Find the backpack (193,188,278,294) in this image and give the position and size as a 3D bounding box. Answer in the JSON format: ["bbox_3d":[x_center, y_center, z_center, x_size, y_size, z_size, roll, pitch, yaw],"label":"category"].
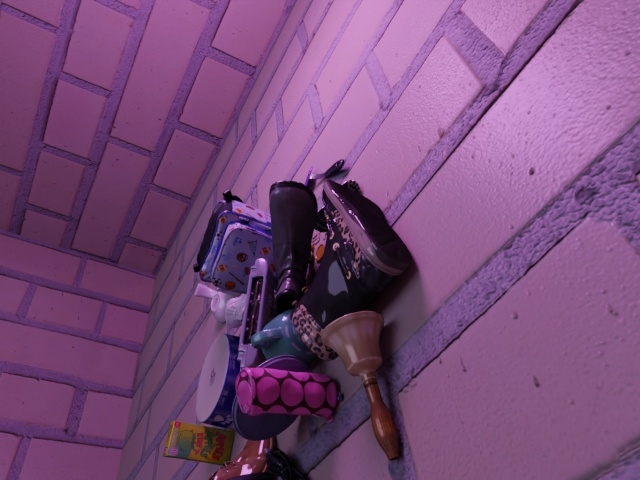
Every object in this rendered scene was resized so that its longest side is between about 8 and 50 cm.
[{"bbox_3d":[-0.198,0.032,1.466,0.277,0.263,0.213,-65,29,21],"label":"backpack"}]

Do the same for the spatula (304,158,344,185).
[{"bbox_3d":[0.001,-0.194,1.498,0.296,0.030,0.084,-12,58,63],"label":"spatula"}]

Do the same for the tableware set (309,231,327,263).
[{"bbox_3d":[0.000,0.000,1.356,0.154,0.024,0.104,-38,39,50],"label":"tableware set"}]

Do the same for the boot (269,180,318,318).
[{"bbox_3d":[-0.067,0.040,1.208,0.338,0.118,0.223,84,-173,-52],"label":"boot"}]

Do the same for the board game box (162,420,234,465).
[{"bbox_3d":[-0.341,0.573,1.437,0.043,0.181,0.092,-37,40,51],"label":"board game box"}]

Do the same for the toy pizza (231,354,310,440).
[{"bbox_3d":[-0.106,0.337,1.101,0.032,0.201,0.202,25,94,47],"label":"toy pizza"}]

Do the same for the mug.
[{"bbox_3d":[-0.065,0.228,1.159,0.097,0.130,0.157,-39,-2,36],"label":"mug"}]

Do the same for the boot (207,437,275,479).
[{"bbox_3d":[-0.188,0.533,1.174,0.112,0.115,0.305,-52,11,33],"label":"boot"}]

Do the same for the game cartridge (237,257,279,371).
[{"bbox_3d":[-0.136,0.220,1.290,0.062,0.198,0.298,-10,52,17],"label":"game cartridge"}]

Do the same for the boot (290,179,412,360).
[{"bbox_3d":[0.034,0.049,1.117,0.284,0.138,0.377,-61,30,20],"label":"boot"}]

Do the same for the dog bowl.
[{"bbox_3d":[-0.277,0.418,1.522,0.265,0.104,0.265,-46,33,42],"label":"dog bowl"}]

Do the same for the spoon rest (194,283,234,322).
[{"bbox_3d":[-0.403,0.233,1.997,0.276,0.084,0.138,19,90,53],"label":"spoon rest"}]

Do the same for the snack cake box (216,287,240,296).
[{"bbox_3d":[-0.302,0.054,1.883,0.152,0.089,0.265,-45,33,42],"label":"snack cake box"}]

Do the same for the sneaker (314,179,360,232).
[{"bbox_3d":[0.041,-0.087,1.297,0.162,0.063,0.073,-48,10,10],"label":"sneaker"}]

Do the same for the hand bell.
[{"bbox_3d":[0.091,0.258,0.892,0.126,0.126,0.242,-52,42,35],"label":"hand bell"}]

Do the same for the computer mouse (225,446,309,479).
[{"bbox_3d":[-0.167,0.516,1.028,0.188,0.272,0.072,12,123,63],"label":"computer mouse"}]

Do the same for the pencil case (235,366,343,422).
[{"bbox_3d":[-0.066,0.310,1.018,0.095,0.209,0.098,-40,46,48],"label":"pencil case"}]

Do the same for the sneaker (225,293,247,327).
[{"bbox_3d":[-0.243,0.231,1.620,0.232,0.090,0.115,-50,34,40],"label":"sneaker"}]
